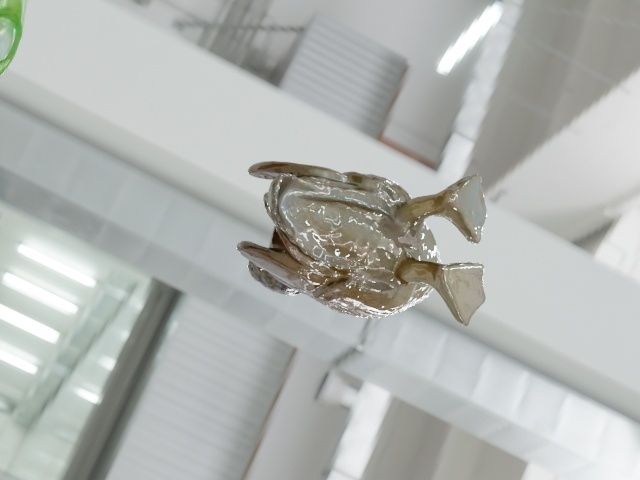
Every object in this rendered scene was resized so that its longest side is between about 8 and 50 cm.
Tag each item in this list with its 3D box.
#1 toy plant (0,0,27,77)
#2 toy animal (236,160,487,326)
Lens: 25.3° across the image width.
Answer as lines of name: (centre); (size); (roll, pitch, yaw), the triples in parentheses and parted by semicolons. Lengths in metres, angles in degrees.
toy plant: (-0.250, -0.216, 0.749); (0.184, 0.224, 0.315); (42, -56, 53)
toy animal: (0.000, 0.000, 0.829); (0.179, 0.188, 0.089); (-4, -111, 38)
